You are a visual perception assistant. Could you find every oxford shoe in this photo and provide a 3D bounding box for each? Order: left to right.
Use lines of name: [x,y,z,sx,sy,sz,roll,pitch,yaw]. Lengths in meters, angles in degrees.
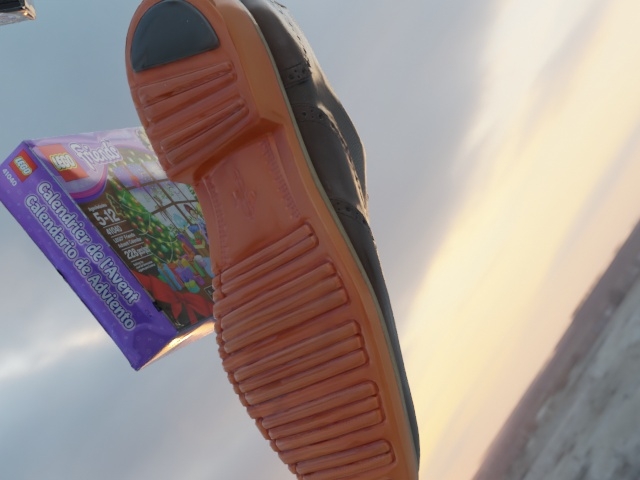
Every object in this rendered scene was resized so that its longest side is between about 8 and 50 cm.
oxford shoe: [0.000,0.000,0.819,0.130,0.364,0.132,-20,-2,38]

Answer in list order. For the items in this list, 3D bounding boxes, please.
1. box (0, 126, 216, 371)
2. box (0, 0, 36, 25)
box: [-0.146,-0.008,1.125,0.057,0.201,0.293,-42,-6,19]
box: [-0.376,-0.308,1.080,0.060,0.216,0.270,96,165,-88]
